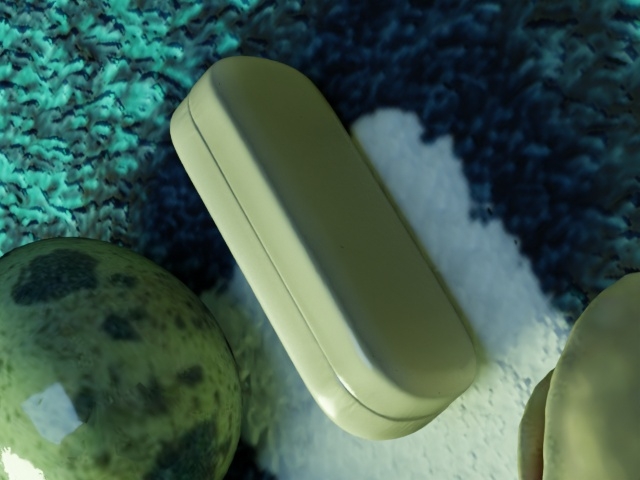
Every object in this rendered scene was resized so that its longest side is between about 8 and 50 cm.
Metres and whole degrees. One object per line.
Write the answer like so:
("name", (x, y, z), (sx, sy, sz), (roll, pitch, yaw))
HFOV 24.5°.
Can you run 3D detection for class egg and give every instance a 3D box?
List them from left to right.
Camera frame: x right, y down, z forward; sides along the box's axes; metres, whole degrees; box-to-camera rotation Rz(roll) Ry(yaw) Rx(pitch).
("egg", (-0.119, 0.071, 0.753), (0.182, 0.141, 0.141), (49, 120, 37))

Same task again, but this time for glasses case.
("glasses case", (0.000, 0.000, 0.690), (0.050, 0.083, 0.196), (-43, 64, 31))

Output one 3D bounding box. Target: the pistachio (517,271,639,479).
("pistachio", (0.150, 0.125, 0.525), (0.157, 0.157, 0.229), (-41, 60, 33))
